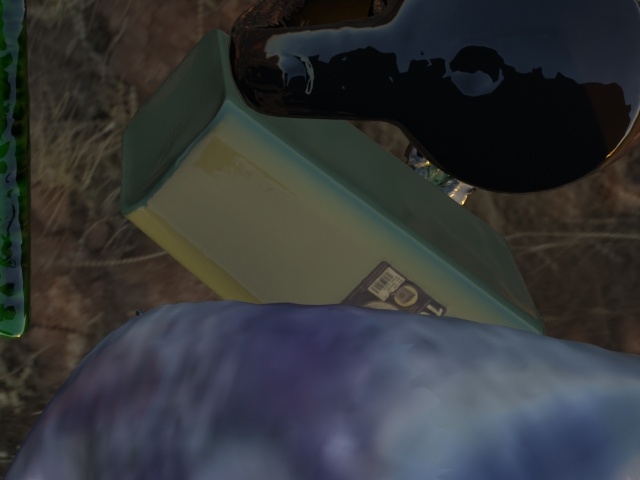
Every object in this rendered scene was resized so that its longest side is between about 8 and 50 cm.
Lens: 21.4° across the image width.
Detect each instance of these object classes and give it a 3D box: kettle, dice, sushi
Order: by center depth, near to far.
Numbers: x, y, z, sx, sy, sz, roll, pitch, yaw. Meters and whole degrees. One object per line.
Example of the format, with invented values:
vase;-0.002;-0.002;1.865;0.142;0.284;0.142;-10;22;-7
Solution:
dice;0.039;0.178;0.551;0.270;0.270;0.271;20;75;-32
kettle;0.071;-0.101;0.712;0.202;0.232;0.144;4;107;13
sushi;0.144;-0.085;1.914;0.098;0.084;0.094;24;117;-3

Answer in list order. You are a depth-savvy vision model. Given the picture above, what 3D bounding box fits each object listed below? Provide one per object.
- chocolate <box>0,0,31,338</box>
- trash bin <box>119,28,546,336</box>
chocolate;-0.422;-0.100;1.442;0.341;0.161;0.360;-1;103;-13
trash bin;0.000;0.000;1.433;0.343;0.223;0.158;36;108;-21
